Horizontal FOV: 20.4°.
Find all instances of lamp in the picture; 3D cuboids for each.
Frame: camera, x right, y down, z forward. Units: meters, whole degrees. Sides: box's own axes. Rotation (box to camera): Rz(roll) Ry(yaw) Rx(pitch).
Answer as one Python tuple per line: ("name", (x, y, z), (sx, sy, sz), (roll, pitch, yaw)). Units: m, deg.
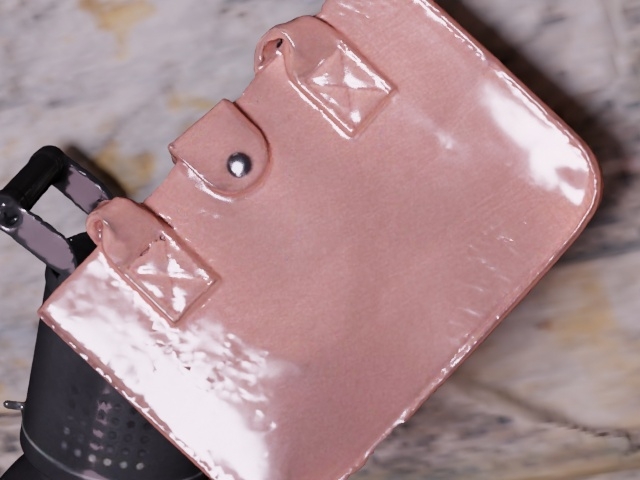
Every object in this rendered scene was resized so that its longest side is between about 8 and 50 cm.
("lamp", (-0.087, 0.089, 0.865), (0.172, 0.147, 0.227), (16, 113, 4))

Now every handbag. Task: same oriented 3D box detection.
("handbag", (0.000, 0.000, 0.760), (0.157, 0.059, 0.212), (43, 92, 1))
